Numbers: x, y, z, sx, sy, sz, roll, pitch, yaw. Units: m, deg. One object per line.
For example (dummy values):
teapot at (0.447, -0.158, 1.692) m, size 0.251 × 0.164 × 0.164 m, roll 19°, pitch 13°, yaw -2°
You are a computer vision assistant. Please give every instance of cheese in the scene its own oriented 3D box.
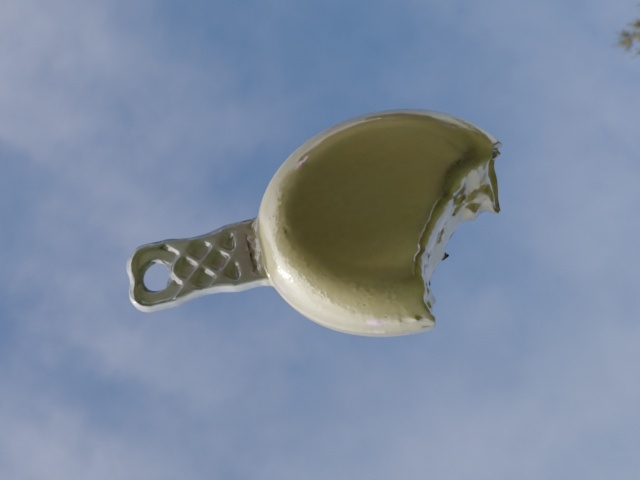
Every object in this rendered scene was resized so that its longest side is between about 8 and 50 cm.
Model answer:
cheese at (-0.005, -0.018, 0.637) m, size 0.248 × 0.071 × 0.163 m, roll 5°, pitch -115°, yaw 13°
